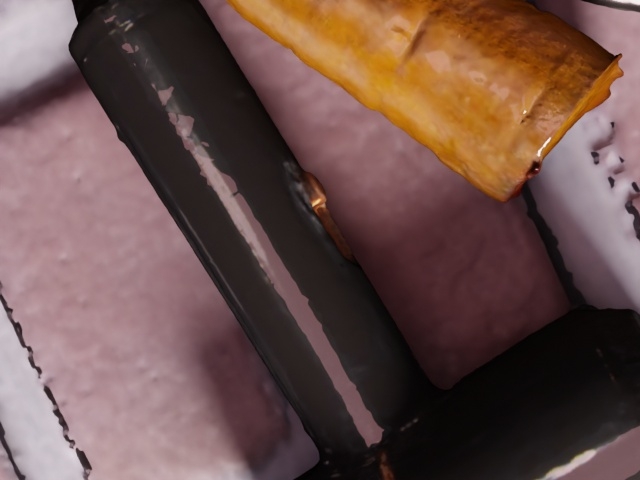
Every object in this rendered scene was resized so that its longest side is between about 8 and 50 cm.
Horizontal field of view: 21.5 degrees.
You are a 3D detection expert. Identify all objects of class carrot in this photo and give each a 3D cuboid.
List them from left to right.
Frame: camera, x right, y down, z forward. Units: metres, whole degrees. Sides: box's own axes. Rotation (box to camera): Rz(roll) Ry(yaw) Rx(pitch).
[{"bbox_3d":[0.012,-0.092,0.651,0.205,0.072,0.072,32,103,13],"label":"carrot"}]

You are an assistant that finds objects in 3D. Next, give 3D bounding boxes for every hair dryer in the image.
[{"bbox_3d":[0.000,0.000,0.650,0.189,0.107,0.352,-32,86,11],"label":"hair dryer"}]

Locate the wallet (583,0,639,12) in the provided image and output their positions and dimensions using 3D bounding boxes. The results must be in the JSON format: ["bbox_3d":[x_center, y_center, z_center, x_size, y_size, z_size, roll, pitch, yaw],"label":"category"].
[{"bbox_3d":[0.167,-0.173,0.584,0.323,0.041,0.247,21,122,7],"label":"wallet"}]
